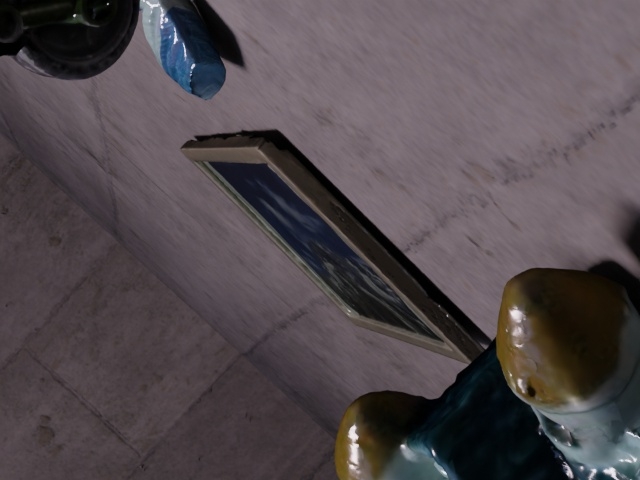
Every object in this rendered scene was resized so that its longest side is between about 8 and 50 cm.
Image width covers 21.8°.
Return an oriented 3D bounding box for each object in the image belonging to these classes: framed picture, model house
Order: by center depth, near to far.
[{"bbox_3d":[0.117,0.117,0.732,0.253,0.184,0.291,39,167,48],"label":"model house"},{"bbox_3d":[0.000,0.000,1.171,0.209,0.019,0.281,44,172,-11],"label":"framed picture"}]

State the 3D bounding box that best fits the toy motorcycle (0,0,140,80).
[{"bbox_3d":[-0.197,-0.154,0.777,0.275,0.127,0.205,16,-179,-39],"label":"toy motorcycle"}]

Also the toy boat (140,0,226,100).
[{"bbox_3d":[-0.100,-0.142,0.922,0.149,0.034,0.105,56,172,-8],"label":"toy boat"}]
